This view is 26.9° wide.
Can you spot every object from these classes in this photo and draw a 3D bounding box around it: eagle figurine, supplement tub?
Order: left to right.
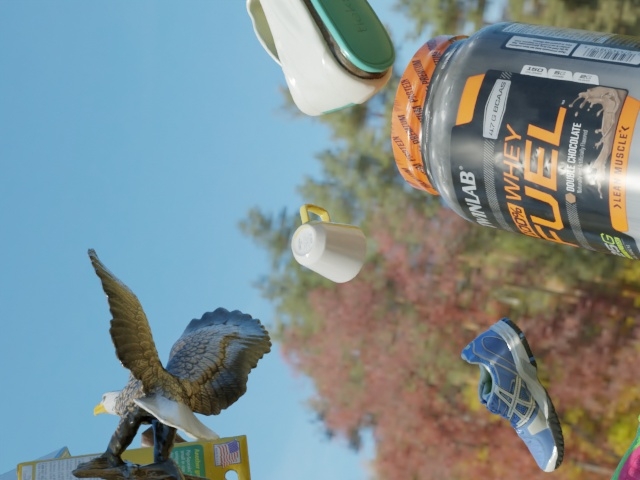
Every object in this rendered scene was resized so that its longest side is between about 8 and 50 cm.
[{"bbox_3d":[-0.193,0.155,1.577,0.226,0.225,0.298,68,-152,-56],"label":"eagle figurine"},{"bbox_3d":[0.251,-0.098,1.284,0.207,0.338,0.207,-22,-61,-49],"label":"supplement tub"}]

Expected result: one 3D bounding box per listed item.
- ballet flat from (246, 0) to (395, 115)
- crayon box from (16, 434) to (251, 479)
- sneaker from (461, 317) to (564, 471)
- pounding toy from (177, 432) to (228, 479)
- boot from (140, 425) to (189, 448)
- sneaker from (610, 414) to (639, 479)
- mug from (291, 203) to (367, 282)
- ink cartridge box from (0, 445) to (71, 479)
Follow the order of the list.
[{"bbox_3d":[-0.051,-0.308,1.413,0.139,0.139,0.400,41,-155,-74],"label":"ballet flat"},{"bbox_3d":[-0.249,0.389,1.830,0.083,0.322,0.203,85,176,-47],"label":"crayon box"},{"bbox_3d":[0.251,0.208,1.736,0.211,0.081,0.080,65,171,-6],"label":"sneaker"},{"bbox_3d":[-0.205,0.444,2.183,0.155,0.269,0.154,-45,-39,-12],"label":"pounding toy"},{"bbox_3d":[-0.226,0.335,1.984,0.106,0.114,0.037,-62,-2,-23],"label":"boot"},{"bbox_3d":[0.467,0.254,1.557,0.202,0.185,0.483,26,-78,-47],"label":"sneaker"},{"bbox_3d":[0.000,0.004,1.385,0.064,0.078,0.062,17,-77,-44],"label":"mug"},{"bbox_3d":[-0.448,0.485,2.148,0.171,0.168,0.233,-76,-39,-83],"label":"ink cartridge box"}]
